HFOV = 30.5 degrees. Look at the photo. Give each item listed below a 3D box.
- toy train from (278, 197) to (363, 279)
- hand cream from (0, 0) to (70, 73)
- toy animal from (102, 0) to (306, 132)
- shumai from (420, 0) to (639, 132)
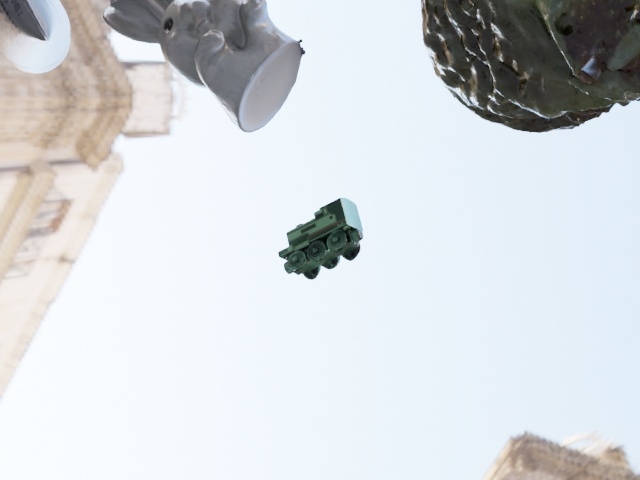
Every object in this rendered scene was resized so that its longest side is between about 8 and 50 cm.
[{"bbox_3d":[0.000,0.000,1.055,0.083,0.033,0.053,-26,-117,26],"label":"toy train"},{"bbox_3d":[-0.329,-0.255,1.281,0.089,0.314,0.140,-30,-84,-7],"label":"hand cream"},{"bbox_3d":[-0.125,-0.212,1.130,0.221,0.131,0.104,39,-96,20],"label":"toy animal"},{"bbox_3d":[0.206,-0.201,0.998,0.218,0.189,0.256,-132,-141,-61],"label":"shumai"}]
